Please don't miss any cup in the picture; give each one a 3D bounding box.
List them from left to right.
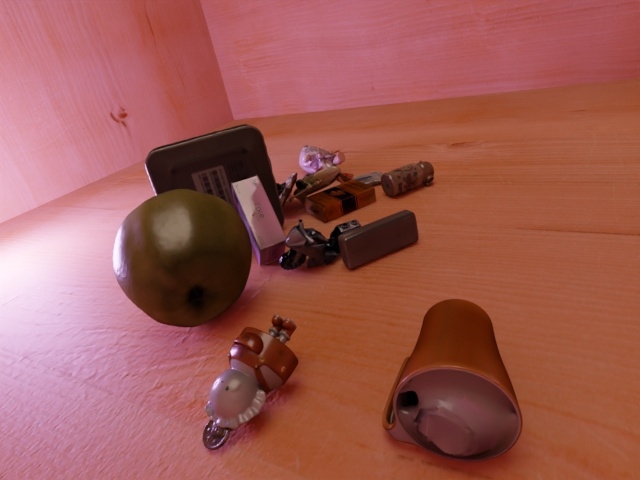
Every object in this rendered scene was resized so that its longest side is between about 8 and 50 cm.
[{"bbox_3d":[0.213,0.231,0.705,0.226,0.182,0.264,-35,8,29],"label":"cup"}]

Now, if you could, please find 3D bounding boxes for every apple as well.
[{"bbox_3d":[-0.350,0.049,1.084,0.357,0.358,0.357,-10,27,5],"label":"apple"}]

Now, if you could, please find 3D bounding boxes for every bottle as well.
[{"bbox_3d":[0.349,-0.242,1.598,0.209,0.097,0.110,-22,66,-18],"label":"bottle"}]

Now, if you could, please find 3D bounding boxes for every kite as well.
[{"bbox_3d":[0.088,-0.259,1.725,0.222,0.008,0.125,1,41,-36],"label":"kite"}]

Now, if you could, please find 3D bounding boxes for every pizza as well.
[{"bbox_3d":[-0.137,-0.191,1.606,0.034,0.181,0.262,28,-7,-5],"label":"pizza"}]

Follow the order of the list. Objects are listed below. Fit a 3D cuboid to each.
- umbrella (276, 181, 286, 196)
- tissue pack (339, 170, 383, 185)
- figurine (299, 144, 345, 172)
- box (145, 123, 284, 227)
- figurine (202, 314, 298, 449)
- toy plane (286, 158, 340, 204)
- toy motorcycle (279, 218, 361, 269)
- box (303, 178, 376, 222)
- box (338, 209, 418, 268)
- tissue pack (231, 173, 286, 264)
[{"bbox_3d":[-0.239,-0.177,1.692,0.336,0.128,0.154,-25,28,-30],"label":"umbrella"},{"bbox_3d":[0.184,-0.253,1.757,0.192,0.026,0.123,-15,27,-3],"label":"tissue pack"},{"bbox_3d":[0.002,-0.378,1.966,0.200,0.133,0.276,-18,30,-38],"label":"figurine"},{"bbox_3d":[-0.348,-0.166,1.416,0.396,0.396,0.111,-20,26,-12],"label":"box"},{"bbox_3d":[-0.136,0.271,0.805,0.143,0.143,0.271,8,67,35],"label":"figurine"},{"bbox_3d":[-0.026,-0.227,1.623,0.256,0.104,0.242,-39,2,39],"label":"toy plane"},{"bbox_3d":[0.000,0.000,1.218,0.270,0.159,0.106,-21,50,-13],"label":"toy motorcycle"},{"bbox_3d":[0.074,-0.158,1.579,0.237,0.070,0.152,-26,30,-21],"label":"box"},{"bbox_3d":[0.173,-0.006,1.206,0.243,0.103,0.055,-21,24,-16],"label":"box"},{"bbox_3d":[-0.197,-0.065,1.300,0.092,0.148,0.246,-21,72,-17],"label":"tissue pack"}]
